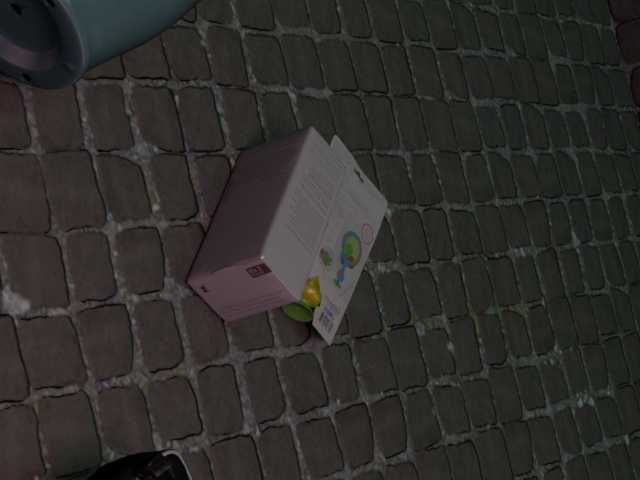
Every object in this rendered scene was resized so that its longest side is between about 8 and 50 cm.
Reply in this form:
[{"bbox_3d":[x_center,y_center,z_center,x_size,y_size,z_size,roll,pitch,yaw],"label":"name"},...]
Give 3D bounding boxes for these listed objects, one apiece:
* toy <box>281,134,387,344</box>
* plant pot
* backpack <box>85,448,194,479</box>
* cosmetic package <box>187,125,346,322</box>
[{"bbox_3d":[0.000,0.000,1.962,0.137,0.056,0.237,51,44,-35],"label":"toy"},{"bbox_3d":[-0.243,-0.299,1.572,0.271,0.272,0.255,55,51,-25],"label":"plant pot"},{"bbox_3d":[-0.175,0.349,1.425,0.253,0.191,0.225,60,36,-8],"label":"backpack"},{"bbox_3d":[-0.060,-0.021,1.828,0.085,0.117,0.231,49,41,-30],"label":"cosmetic package"}]
